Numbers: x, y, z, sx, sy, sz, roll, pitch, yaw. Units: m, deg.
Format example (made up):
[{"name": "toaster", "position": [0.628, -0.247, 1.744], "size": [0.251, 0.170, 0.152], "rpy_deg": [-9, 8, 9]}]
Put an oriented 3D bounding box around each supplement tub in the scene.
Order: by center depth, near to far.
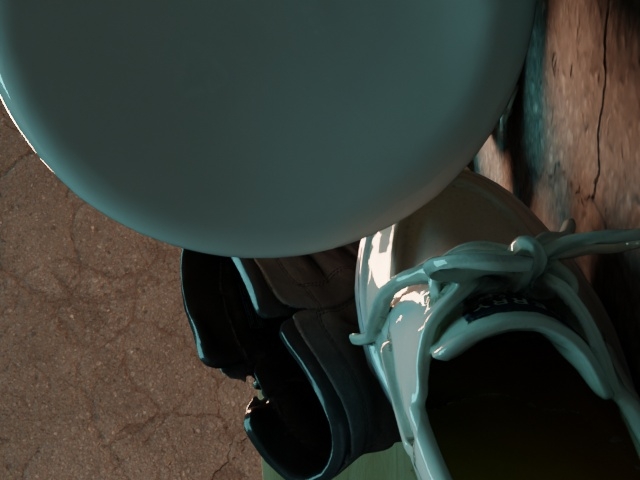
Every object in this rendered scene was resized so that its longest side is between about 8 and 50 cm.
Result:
[{"name": "supplement tub", "position": [-0.026, -0.165, 0.490], "size": [0.331, 0.240, 0.241], "rpy_deg": [-89, -4, -61]}]

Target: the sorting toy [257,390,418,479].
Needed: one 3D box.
[{"name": "sorting toy", "position": [0.061, 0.175, 0.917], "size": [0.089, 0.255, 0.257], "rpy_deg": [-30, -54, -49]}]

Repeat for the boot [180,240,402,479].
[{"name": "boot", "position": [0.000, 0.000, 0.600], "size": [0.338, 0.222, 0.118], "rpy_deg": [53, 127, 38]}]

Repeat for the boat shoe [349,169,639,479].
[{"name": "boat shoe", "position": [0.082, 0.053, 0.374], "size": [0.367, 0.135, 0.157], "rpy_deg": [-93, -2, -48]}]

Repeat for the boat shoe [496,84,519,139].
[{"name": "boat shoe", "position": [0.118, -0.124, 0.708], "size": [0.095, 0.079, 0.255], "rpy_deg": [-85, -5, -57]}]

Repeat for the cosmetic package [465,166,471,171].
[{"name": "cosmetic package", "position": [0.024, -0.011, 1.052], "size": [0.113, 0.309, 0.160], "rpy_deg": [50, 178, 9]}]
